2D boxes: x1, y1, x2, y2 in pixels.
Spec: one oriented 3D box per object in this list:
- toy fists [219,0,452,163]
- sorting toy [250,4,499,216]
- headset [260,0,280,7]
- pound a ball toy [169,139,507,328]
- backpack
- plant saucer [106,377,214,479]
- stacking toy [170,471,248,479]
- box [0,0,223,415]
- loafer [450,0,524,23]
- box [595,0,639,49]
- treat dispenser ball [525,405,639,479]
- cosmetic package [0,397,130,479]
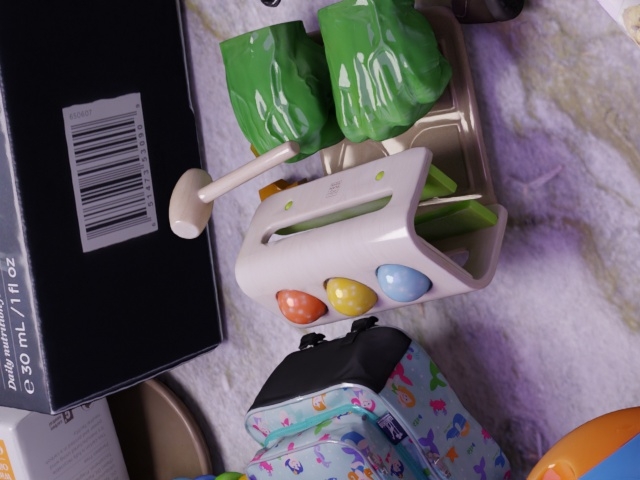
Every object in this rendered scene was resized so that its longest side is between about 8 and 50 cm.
[{"bbox_3d":[0.014,-0.162,1.585,0.279,0.096,0.142,-10,94,42],"label":"toy fists"},{"bbox_3d":[0.046,-0.119,1.666,0.307,0.041,0.229,-6,104,40],"label":"sorting toy"},{"bbox_3d":[-0.123,-0.431,1.583,0.185,0.243,0.394,52,165,47],"label":"headset"},{"bbox_3d":[0.000,0.000,1.590,0.208,0.136,0.319,35,149,-30],"label":"pound a ball toy"},{"bbox_3d":[0.065,0.233,1.638,0.253,0.191,0.225,45,141,-20],"label":"backpack"},{"bbox_3d":[-0.237,0.286,2.011,0.277,0.041,0.278,12,110,35],"label":"plant saucer"},{"bbox_3d":[-0.090,0.326,1.831,0.330,0.141,0.141,-17,92,24],"label":"stacking toy"},{"bbox_3d":[-0.407,-0.077,1.878,0.471,0.297,0.480,3,105,40],"label":"box"},{"bbox_3d":[0.120,-0.307,1.514,0.078,0.080,0.220,-22,89,37],"label":"loafer"},{"bbox_3d":[0.314,-0.203,1.404,0.324,0.063,0.067,52,127,14],"label":"box"},{"bbox_3d":[0.310,0.293,1.410,0.288,0.288,0.288,13,111,36],"label":"treat dispenser ball"},{"bbox_3d":[-0.359,0.384,1.987,0.230,0.161,0.453,2,115,36],"label":"cosmetic package"}]
